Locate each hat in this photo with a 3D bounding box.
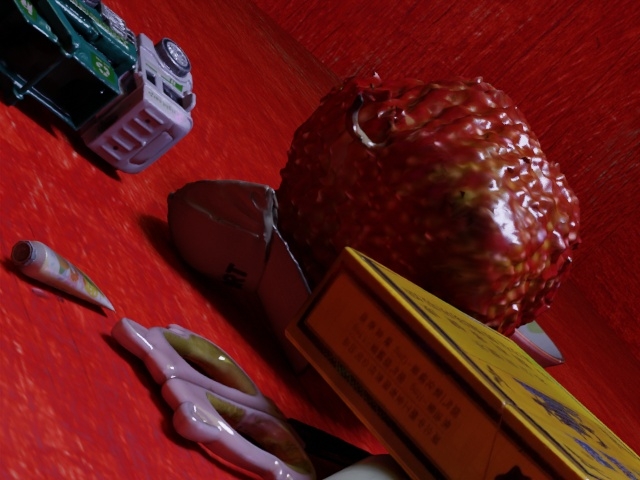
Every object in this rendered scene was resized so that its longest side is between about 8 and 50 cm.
[{"bbox_3d":[-0.060,0.030,1.365,0.147,0.085,0.175,113,-44,-80],"label":"hat"}]

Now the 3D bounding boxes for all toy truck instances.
[{"bbox_3d":[-0.197,-0.140,1.379,0.216,0.110,0.116,40,24,-35],"label":"toy truck"}]

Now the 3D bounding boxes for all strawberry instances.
[{"bbox_3d":[0.082,-0.030,1.439,0.292,0.292,0.343,47,-10,8],"label":"strawberry"}]

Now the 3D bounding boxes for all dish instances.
[{"bbox_3d":[0.167,0.080,2.040,0.260,0.085,0.260,42,9,-8],"label":"dish"}]

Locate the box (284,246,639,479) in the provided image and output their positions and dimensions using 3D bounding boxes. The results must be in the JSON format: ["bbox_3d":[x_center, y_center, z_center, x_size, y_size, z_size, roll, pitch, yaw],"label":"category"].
[{"bbox_3d":[0.126,0.137,1.143,0.193,0.084,0.301,29,10,-38],"label":"box"}]

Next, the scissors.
[{"bbox_3d":[-0.026,0.131,1.185,0.160,0.024,0.317,50,11,35],"label":"scissors"}]

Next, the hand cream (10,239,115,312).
[{"bbox_3d":[-0.161,0.021,1.085,0.035,0.022,0.102,42,2,29],"label":"hand cream"}]

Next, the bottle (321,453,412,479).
[{"bbox_3d":[0.019,0.175,1.042,0.072,0.072,0.201,47,10,10],"label":"bottle"}]
